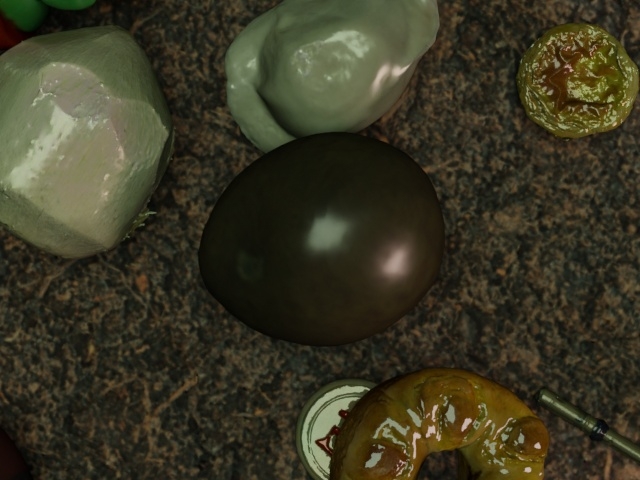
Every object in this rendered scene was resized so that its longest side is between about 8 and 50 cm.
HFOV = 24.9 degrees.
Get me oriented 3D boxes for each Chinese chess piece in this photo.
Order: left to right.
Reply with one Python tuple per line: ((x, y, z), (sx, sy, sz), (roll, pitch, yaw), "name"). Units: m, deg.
((0.034, 0.205, 1.518), (0.122, 0.051, 0.122), (0, 86, 1), "Chinese chess piece")

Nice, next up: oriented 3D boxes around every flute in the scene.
((0.327, 0.221, 1.523), (0.233, 0.027, 0.027), (31, 88, 3), "flute")

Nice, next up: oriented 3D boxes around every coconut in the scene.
((-0.251, -0.107, 1.464), (0.224, 0.224, 0.234), (41, 89, 3), "coconut")

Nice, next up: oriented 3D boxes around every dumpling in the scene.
((0.010, -0.190, 1.505), (0.250, 0.132, 0.162), (-38, 95, 14), "dumpling")

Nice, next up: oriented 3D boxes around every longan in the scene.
((0.000, 0.000, 1.440), (0.248, 0.248, 0.248), (0, 87, 1), "longan")

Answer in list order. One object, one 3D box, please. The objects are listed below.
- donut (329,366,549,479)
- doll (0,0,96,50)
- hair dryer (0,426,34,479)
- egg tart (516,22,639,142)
((0.117, 0.235, 1.442), (0.226, 0.114, 0.227), (1, 88, -13), "donut")
((-0.362, -0.278, 1.500), (0.363, 0.160, 0.183), (-11, 65, 4), "doll")
((-0.484, 0.290, 1.517), (0.312, 0.123, 0.340), (32, 99, 14), "hair dryer")
((0.270, -0.164, 1.534), (0.130, 0.052, 0.130), (0, 86, 0), "egg tart")
